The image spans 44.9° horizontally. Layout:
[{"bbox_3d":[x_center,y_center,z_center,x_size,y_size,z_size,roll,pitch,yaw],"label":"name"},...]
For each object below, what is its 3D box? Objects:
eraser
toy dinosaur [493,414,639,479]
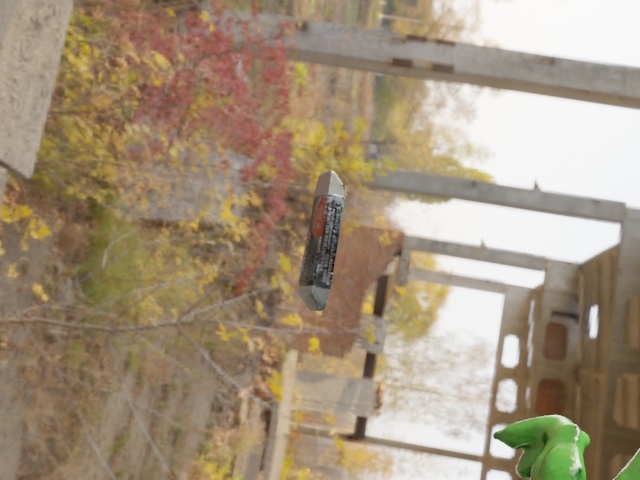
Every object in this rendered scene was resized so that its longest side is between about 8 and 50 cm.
[{"bbox_3d":[0.000,0.000,0.551,0.027,0.019,0.099,-8,-111,63],"label":"eraser"},{"bbox_3d":[0.150,0.178,0.354,0.374,0.144,0.500,-52,168,-43],"label":"toy dinosaur"}]
